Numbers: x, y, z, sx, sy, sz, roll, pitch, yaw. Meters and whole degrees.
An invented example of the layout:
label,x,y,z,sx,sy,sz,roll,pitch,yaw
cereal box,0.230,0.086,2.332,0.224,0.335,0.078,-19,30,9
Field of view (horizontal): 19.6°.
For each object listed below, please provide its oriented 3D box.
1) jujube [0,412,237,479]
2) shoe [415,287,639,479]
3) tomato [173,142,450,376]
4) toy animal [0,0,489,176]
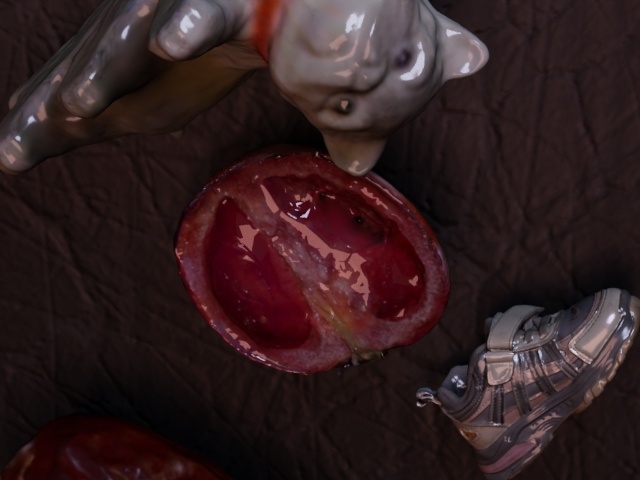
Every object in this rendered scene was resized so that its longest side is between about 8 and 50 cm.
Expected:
label,x,y,z,sx,sy,sz,roll,pitch,yaw
jujube,-0.113,0.273,1.351,0.318,0.223,0.223,44,109,0
shoe,0.149,0.086,1.322,0.092,0.089,0.180,38,117,-4
tomato,0.000,0.000,1.297,0.189,0.099,0.173,-20,111,25
toy animal,-0.056,-0.111,1.202,0.188,0.266,0.308,38,100,-26
